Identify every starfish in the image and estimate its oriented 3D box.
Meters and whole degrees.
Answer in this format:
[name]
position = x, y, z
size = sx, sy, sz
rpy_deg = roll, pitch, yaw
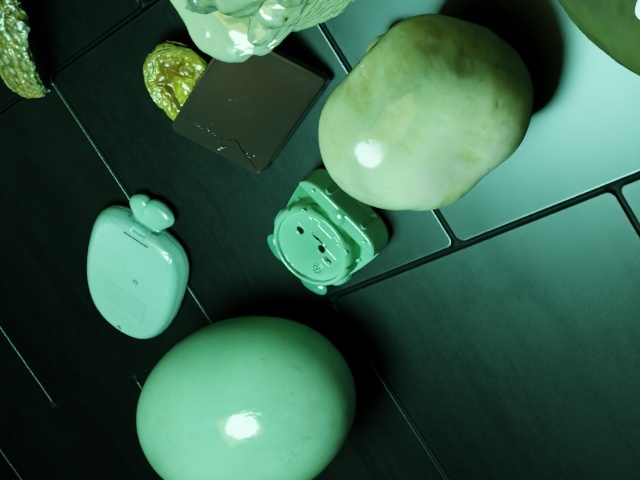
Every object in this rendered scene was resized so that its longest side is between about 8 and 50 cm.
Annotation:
[starfish]
position = -0.475, -0.386, 1.826
size = 0.384, 0.132, 0.398
rpy_deg = 19, 124, 29

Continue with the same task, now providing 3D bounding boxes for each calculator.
[calculator]
position = -0.298, 0.044, 2.023
size = 0.184, 0.042, 0.295
rpy_deg = 32, 132, 14

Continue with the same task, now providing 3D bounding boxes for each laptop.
[laptop]
position = -0.098, -0.189, 1.712
size = 0.154, 0.026, 0.207
rpy_deg = 26, 134, -14

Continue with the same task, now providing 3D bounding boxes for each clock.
[clock]
position = 0.000, 0.000, 1.778
size = 0.148, 0.060, 0.188
rpy_deg = 43, 134, 4

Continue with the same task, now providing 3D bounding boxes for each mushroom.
[mushroom]
position = 0.115, -0.169, 1.501
size = 0.254, 0.260, 0.234
rpy_deg = 96, 153, -45

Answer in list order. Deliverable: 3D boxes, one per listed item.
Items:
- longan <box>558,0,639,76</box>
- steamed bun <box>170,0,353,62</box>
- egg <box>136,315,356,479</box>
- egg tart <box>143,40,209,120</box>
[longan]
position = 0.387, -0.302, 1.156
size = 0.361, 0.361, 0.361
rpy_deg = 17, 126, 25
[steamed bun]
position = -0.038, -0.366, 1.374
size = 0.247, 0.352, 0.339
rpy_deg = 53, 154, -2
[egg]
position = -0.115, 0.254, 1.871
size = 0.389, 0.276, 0.276
rpy_deg = -24, 103, 40
[egg tart]
position = -0.193, -0.225, 1.773
size = 0.130, 0.052, 0.130
rpy_deg = 16, 126, 24
